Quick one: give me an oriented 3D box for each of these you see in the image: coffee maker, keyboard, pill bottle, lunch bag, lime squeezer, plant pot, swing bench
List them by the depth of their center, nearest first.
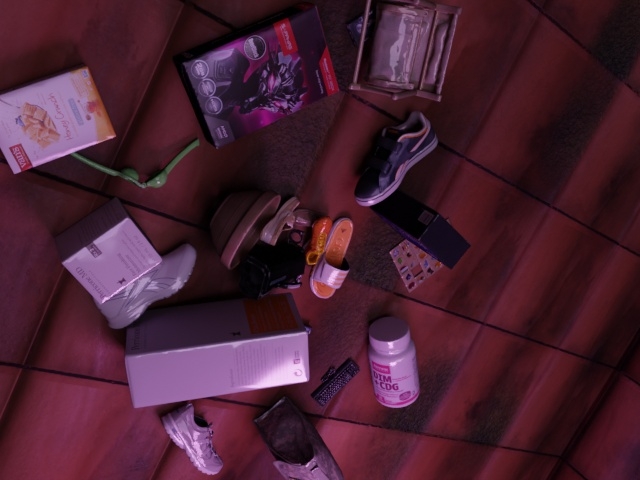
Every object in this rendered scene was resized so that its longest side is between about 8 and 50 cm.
[{"bbox_3d":[-0.439,-0.177,1.581,0.310,0.059,0.110,-9,117,-25],"label":"lime squeezer"},{"bbox_3d":[-0.213,-0.050,1.709,0.110,0.237,0.237,35,94,4],"label":"plant pot"},{"bbox_3d":[0.226,-0.511,1.729,0.254,0.165,0.253,-15,121,-51],"label":"swing bench"},{"bbox_3d":[-0.134,0.065,1.806,0.178,0.120,0.171,-18,109,-54],"label":"coffee maker"},{"bbox_3d":[-0.058,0.683,2.068,0.169,0.287,0.235,-38,127,-10],"label":"lunch bag"},{"bbox_3d":[0.243,0.407,2.188,0.160,0.160,0.283,-22,121,-19],"label":"pill bottle"},{"bbox_3d":[0.047,0.476,2.194,0.180,0.023,0.108,-44,126,-6],"label":"keyboard"}]

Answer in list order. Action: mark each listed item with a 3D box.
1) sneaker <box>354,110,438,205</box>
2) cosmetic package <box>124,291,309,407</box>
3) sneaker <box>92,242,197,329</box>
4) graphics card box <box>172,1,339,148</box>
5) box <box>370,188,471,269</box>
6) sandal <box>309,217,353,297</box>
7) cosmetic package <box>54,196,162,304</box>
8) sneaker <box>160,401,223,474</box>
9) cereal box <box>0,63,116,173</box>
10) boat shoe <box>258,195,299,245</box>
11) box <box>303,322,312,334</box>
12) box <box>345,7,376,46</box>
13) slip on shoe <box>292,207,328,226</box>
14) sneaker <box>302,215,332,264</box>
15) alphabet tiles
[{"bbox_3d":[0.199,-0.245,1.875,0.321,0.126,0.127,-46,132,-16],"label":"sneaker"},{"bbox_3d":[-0.273,0.280,1.725,0.453,0.230,0.161,-7,114,-12],"label":"cosmetic package"},{"bbox_3d":[-0.451,0.101,1.680,0.297,0.111,0.129,-39,120,-10],"label":"sneaker"},{"bbox_3d":[-0.150,-0.412,1.612,0.371,0.094,0.233,-27,124,-15],"label":"graphics card box"},{"bbox_3d":[0.294,-0.043,1.938,0.184,0.261,0.103,35,93,-36],"label":"box"},{"bbox_3d":[0.045,0.063,1.960,0.102,0.076,0.265,6,109,-32],"label":"sandal"},{"bbox_3d":[-0.513,0.022,1.573,0.183,0.151,0.151,-37,125,-9],"label":"cosmetic package"},{"bbox_3d":[-0.361,0.604,1.969,0.115,0.105,0.281,-36,125,-10],"label":"sneaker"},{"bbox_3d":[-0.603,-0.271,1.447,0.240,0.047,0.173,-26,123,-17],"label":"cereal box"},{"bbox_3d":[-0.102,-0.050,1.799,0.170,0.059,0.063,-52,174,-28],"label":"boat shoe"},{"bbox_3d":[-0.102,0.293,2.017,0.137,0.027,0.094,18,104,-35],"label":"box"},{"bbox_3d":[0.115,-0.568,1.735,0.083,0.018,0.067,-35,126,-11],"label":"box"},{"bbox_3d":[-0.027,-0.059,1.883,0.135,0.041,0.051,10,107,-33],"label":"slip on shoe"},{"bbox_3d":[0.000,0.000,1.877,0.064,0.067,0.175,-3,137,-24],"label":"sneaker"},{"bbox_3d":[0.353,0.037,2.168,0.237,0.009,0.198,-37,125,-10],"label":"alphabet tiles"}]
